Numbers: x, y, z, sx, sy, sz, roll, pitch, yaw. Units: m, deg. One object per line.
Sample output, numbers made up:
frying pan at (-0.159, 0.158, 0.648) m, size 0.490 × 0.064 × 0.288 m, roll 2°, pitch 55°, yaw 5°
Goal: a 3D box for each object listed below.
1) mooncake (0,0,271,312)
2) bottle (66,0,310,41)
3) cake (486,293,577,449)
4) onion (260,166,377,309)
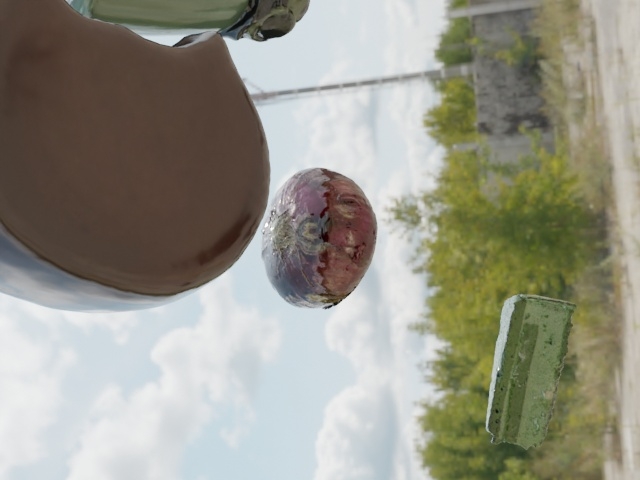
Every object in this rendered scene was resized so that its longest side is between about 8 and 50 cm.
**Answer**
mooncake at (-0.217, -0.087, 0.832) m, size 0.326 × 0.174 × 0.334 m, roll -32°, pitch -80°, yaw -41°
bottle at (-0.171, -0.343, 1.172) m, size 0.347 × 0.168 × 0.169 m, roll -5°, pitch -89°, yaw -35°
cake at (0.320, 0.199, 1.411) m, size 0.099 × 0.100 × 0.235 m, roll -51°, pitch -28°, yaw -86°
onion at (0.000, 0.000, 1.572) m, size 0.246 × 0.190 × 0.246 m, roll -35°, pitch 49°, yaw 53°
